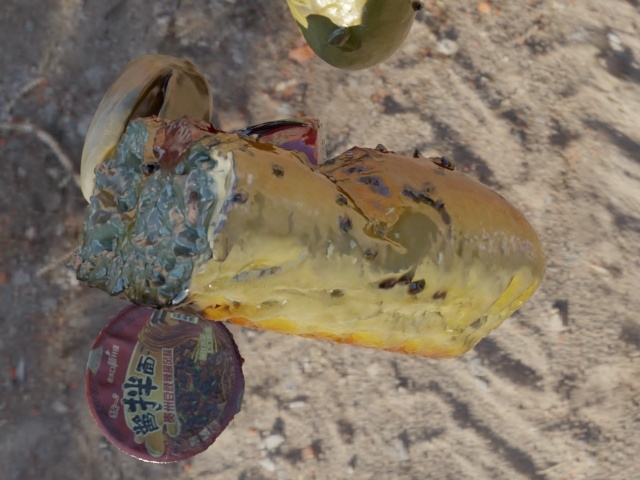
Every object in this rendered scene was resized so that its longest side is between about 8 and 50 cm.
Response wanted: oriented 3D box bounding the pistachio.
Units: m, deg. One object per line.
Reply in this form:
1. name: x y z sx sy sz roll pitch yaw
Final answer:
1. pistachio: -0.271 -0.160 1.666 0.166 0.197 0.287 23 81 3

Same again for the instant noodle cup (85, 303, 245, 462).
1. instant noodle cup: -0.248 0.227 1.773 0.274 0.091 0.273 -1 84 10

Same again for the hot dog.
1. hot dog: 0.000 0.000 0.973 0.367 0.366 0.196 11 84 61

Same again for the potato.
1. potato: 0.005 -0.487 1.883 0.397 0.290 0.296 38 144 10

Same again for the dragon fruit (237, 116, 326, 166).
1. dragon fruit: -0.091 -0.058 1.849 0.226 0.305 0.305 -7 81 6
